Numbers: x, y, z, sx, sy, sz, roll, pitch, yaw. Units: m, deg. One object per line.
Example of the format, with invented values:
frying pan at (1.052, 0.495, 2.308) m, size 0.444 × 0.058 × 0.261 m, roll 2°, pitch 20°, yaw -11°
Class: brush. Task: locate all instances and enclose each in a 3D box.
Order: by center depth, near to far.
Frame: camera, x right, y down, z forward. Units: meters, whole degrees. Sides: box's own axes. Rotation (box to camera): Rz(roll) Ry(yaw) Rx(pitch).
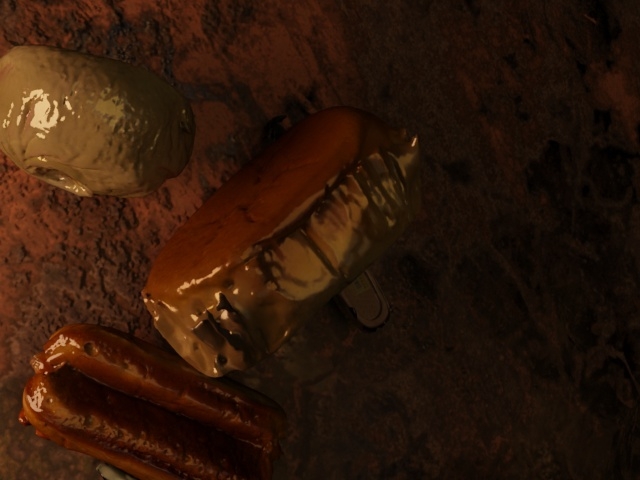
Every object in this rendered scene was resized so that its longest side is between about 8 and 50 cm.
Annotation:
brush at (-0.002, 0.001, 0.982) m, size 0.072 × 0.067 × 0.313 m, roll -28°, pitch 87°, yaw -39°

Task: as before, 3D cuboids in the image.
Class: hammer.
hammer at (-0.007, -0.133, 1.001) m, size 0.182 × 0.017 × 0.062 m, roll 27°, pitch 50°, yaw -28°

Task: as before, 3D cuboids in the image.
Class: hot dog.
hot dog at (-0.199, 0.226, 0.823) m, size 0.348 × 0.117 × 0.158 m, roll 29°, pitch 56°, yaw -23°

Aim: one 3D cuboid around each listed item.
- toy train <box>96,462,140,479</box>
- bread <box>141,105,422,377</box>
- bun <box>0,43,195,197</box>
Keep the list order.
toy train at (-0.191, 0.353, 0.853) m, size 0.234 × 0.052 × 0.051 m, roll 48°, pitch 64°, yaw -14°
bread at (-0.051, -0.011, 0.838) m, size 0.388 × 0.236 × 0.183 m, roll -42°, pitch 105°, yaw -16°
bun at (-0.268, -0.127, 0.779) m, size 0.243 × 0.244 × 0.153 m, roll 15°, pitch 89°, yaw -25°
